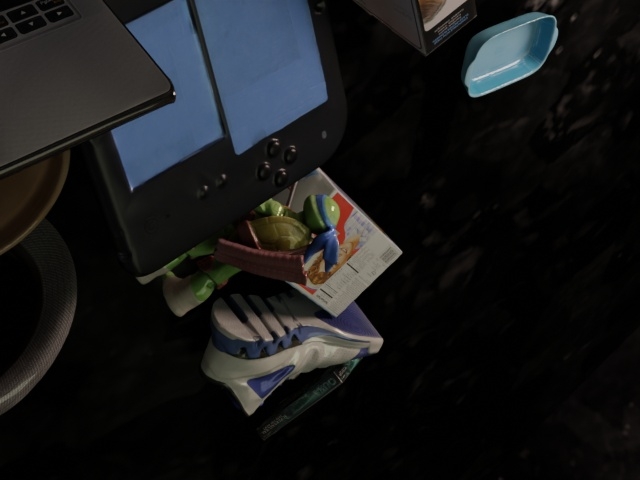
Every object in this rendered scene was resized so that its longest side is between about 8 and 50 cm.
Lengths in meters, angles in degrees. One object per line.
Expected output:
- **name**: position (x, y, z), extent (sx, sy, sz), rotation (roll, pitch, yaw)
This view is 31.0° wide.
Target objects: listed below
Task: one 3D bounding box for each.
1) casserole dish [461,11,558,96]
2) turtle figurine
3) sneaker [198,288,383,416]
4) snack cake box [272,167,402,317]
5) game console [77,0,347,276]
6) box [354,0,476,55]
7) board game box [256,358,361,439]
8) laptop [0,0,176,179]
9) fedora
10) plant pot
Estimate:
- **casserole dish**: position (0.280, -0.286, 1.745), extent (0.188, 0.037, 0.114), rotation (-26, 144, -28)
- **turtle figurine**: position (-0.114, -0.038, 1.507), extent (0.266, 0.275, 0.198), rotation (-28, 172, 10)
- **sneaker**: position (-0.072, 0.177, 1.831), extent (0.315, 0.127, 0.182), rotation (1, 131, -40)
- **snack cake box**: position (0.000, 0.000, 1.719), extent (0.152, 0.089, 0.264), rotation (-44, 148, 3)
- **game console**: position (-0.124, -0.193, 1.241), extent (0.342, 0.060, 0.387), rotation (-37, 130, -32)
- **box**: position (0.077, -0.365, 1.307), extent (0.087, 0.169, 0.290), rotation (-39, 147, -11)
- **board game box**: position (-0.018, 0.261, 1.967), extent (0.186, 0.026, 0.126), rotation (-39, 180, 23)
- **laptop**: position (-0.365, -0.225, 0.775), extent (0.381, 0.408, 0.236), rotation (-28, 152, -23)
- **fedora**: position (-0.409, 0.083, 1.287), extent (0.275, 0.243, 0.124), rotation (-61, -173, -19)
- **plant pot**: position (-0.384, -0.085, 1.172), extent (0.237, 0.110, 0.237), rotation (-28, 145, -22)
